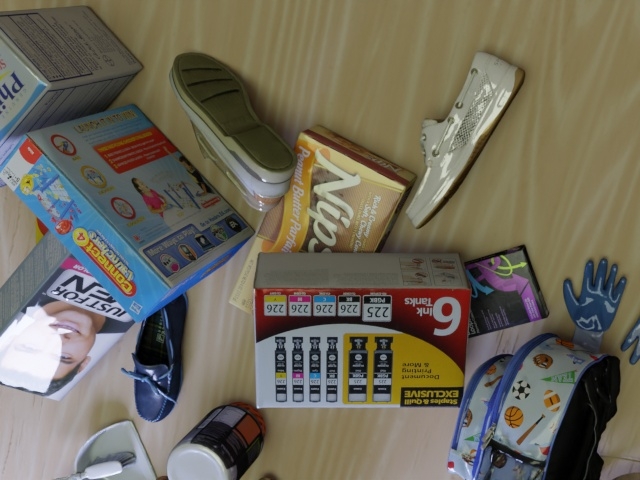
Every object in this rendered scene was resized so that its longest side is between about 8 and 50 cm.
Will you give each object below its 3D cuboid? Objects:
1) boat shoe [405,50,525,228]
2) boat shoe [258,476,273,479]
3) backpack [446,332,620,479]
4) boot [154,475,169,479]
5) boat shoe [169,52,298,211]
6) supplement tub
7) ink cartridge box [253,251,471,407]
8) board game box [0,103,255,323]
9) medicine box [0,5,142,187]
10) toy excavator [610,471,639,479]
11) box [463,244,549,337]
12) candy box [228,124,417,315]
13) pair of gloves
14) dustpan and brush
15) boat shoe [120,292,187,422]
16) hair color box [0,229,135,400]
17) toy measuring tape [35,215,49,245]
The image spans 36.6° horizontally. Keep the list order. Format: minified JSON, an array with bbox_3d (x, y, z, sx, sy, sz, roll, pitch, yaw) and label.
[{"bbox_3d":[0.191,-0.149,1.426,0.096,0.098,0.277,33,103,8],"label":"boat shoe"},{"bbox_3d":[-0.079,0.489,1.717,0.056,0.048,0.152,-7,97,49],"label":"boat shoe"},{"bbox_3d":[0.323,0.268,1.419,0.213,0.276,0.263,26,108,25],"label":"backpack"},{"bbox_3d":[-0.163,0.523,1.677,0.220,0.109,0.283,-16,104,45],"label":"boot"},{"bbox_3d":[-0.150,-0.168,1.494,0.302,0.113,0.103,54,142,30],"label":"boat shoe"},{"bbox_3d":[-0.168,0.350,1.625,0.117,0.190,0.116,5,105,18],"label":"supplement tub"},{"bbox_3d":[0.059,0.164,1.456,0.310,0.130,0.271,0,114,0],"label":"ink cartridge box"},{"bbox_3d":[-0.286,-0.055,1.493,0.302,0.308,0.086,46,115,3],"label":"board game box"},{"bbox_3d":[-0.468,-0.221,1.518,0.263,0.289,0.149,-42,89,23],"label":"medicine box"},{"bbox_3d":[0.475,0.633,1.492,0.445,0.222,0.433,-43,90,13],"label":"toy excavator"},{"bbox_3d":[0.257,0.085,1.499,0.162,0.029,0.116,-18,98,24],"label":"box"},{"bbox_3d":[0.000,0.000,1.530,0.183,0.087,0.316,28,111,9],"label":"candy box"},{"bbox_3d":[0.455,0.113,1.443,0.198,0.023,0.159,16,110,17],"label":"pair of gloves"},{"bbox_3d":[-0.425,0.431,1.804,0.211,0.060,0.147,-19,98,22],"label":"dustpan and brush"},{"bbox_3d":[-0.298,0.202,1.684,0.109,0.089,0.258,9,107,16],"label":"boat shoe"},{"bbox_3d":[-0.422,0.105,1.629,0.185,0.113,0.374,25,123,-36],"label":"hair color box"},{"bbox_3d":[-0.428,0.012,1.672,0.121,0.121,0.330,15,117,14],"label":"toy measuring tape"}]
